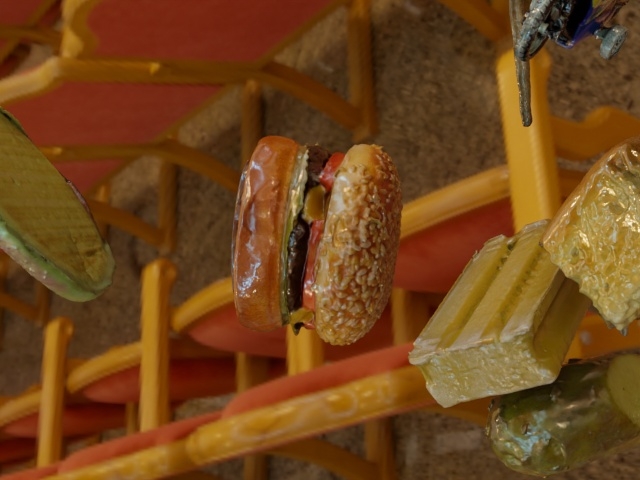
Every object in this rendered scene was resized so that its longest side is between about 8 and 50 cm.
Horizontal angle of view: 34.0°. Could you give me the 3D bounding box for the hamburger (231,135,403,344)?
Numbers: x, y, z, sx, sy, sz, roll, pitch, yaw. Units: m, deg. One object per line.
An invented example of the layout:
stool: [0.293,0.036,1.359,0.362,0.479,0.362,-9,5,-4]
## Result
hamburger: [0.000,0.000,1.650,0.330,0.250,0.330,5,-90,-86]

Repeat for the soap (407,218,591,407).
soap: [0.262,0.084,1.398,0.199,0.091,0.315,-23,17,38]

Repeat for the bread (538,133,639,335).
bread: [0.394,-0.033,1.221,0.204,0.262,0.163,55,167,44]

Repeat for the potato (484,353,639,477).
potato: [0.359,0.225,1.406,0.176,0.298,0.141,-40,65,63]

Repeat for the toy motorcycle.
toy motorcycle: [0.312,-0.299,1.179,0.113,0.315,0.169,35,128,19]

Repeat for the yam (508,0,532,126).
yam: [0.323,-0.299,1.675,0.027,0.029,0.234,-114,17,-82]

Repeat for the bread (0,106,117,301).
bread: [-0.317,-0.057,1.077,0.045,0.301,0.301,-37,45,3]
